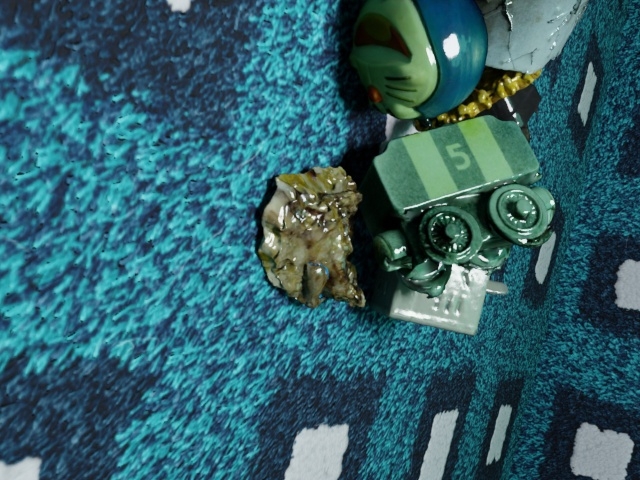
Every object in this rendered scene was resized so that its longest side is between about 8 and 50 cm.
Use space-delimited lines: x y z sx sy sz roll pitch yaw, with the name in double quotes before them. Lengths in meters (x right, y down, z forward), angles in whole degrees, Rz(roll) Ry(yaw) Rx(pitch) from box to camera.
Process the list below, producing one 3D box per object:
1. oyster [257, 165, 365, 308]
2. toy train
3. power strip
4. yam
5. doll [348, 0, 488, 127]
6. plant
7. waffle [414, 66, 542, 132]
"oyster" 0.000 0.000 0.856 0.223 0.083 0.214 -7 104 -49
"toy train" 0.204 -0.055 0.924 0.299 0.238 0.167 -16 162 -18
"power strip" 0.217 0.085 1.057 0.139 0.224 0.140 -178 -78 -79
"yam" 0.330 -0.456 0.895 0.241 0.241 0.348 -35 154 -46
"doll" 0.133 -0.306 0.828 0.186 0.198 0.321 -26 130 -20
"plant" 0.353 -0.277 1.221 0.142 0.164 0.256 -47 126 -38
"waffle" 0.265 -0.254 1.032 0.051 0.229 0.231 62 12 -14
